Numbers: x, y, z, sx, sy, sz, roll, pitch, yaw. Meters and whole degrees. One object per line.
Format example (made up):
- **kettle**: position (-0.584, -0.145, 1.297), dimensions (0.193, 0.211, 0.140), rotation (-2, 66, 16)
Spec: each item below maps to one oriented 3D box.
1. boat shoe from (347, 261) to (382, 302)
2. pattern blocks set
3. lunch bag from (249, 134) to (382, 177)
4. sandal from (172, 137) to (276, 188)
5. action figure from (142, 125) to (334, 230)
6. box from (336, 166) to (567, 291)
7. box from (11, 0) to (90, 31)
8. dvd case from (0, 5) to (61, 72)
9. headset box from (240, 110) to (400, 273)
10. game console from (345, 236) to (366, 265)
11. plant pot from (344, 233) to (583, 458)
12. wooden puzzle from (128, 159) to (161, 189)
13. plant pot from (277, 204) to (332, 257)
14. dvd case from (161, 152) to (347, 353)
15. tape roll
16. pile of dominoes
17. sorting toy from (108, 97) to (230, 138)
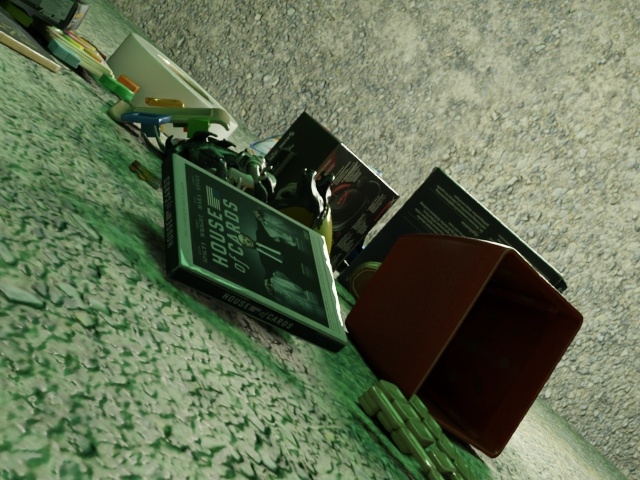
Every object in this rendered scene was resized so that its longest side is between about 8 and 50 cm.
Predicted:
- **boat shoe**: position (0.184, 0.163, 1.805), dimensions (0.324, 0.123, 0.116), rotation (41, 8, -1)
- **pattern blocks set**: position (-0.436, -0.343, 1.710), dimensions (0.285, 0.026, 0.325), rotation (30, 10, -48)
- **lunch bag**: position (-0.024, -0.143, 2.185), dimensions (0.303, 0.115, 0.243), rotation (19, 21, 12)
- **sandal**: position (-0.170, -0.104, 1.576), dimensions (0.102, 0.076, 0.265), rotation (8, 15, -37)
- **action figure**: position (-0.128, -0.075, 1.391), dimensions (0.275, 0.141, 0.164), rotation (16, 13, 4)
- **box**: position (0.271, 0.085, 1.990), dimensions (0.343, 0.312, 0.179), rotation (45, 6, 18)
- **box**: position (-0.513, -0.438, 1.642), dimensions (0.231, 0.056, 0.183), rotation (30, 9, -12)
- **dvd case**: position (-0.489, -0.332, 1.410), dimensions (0.164, 0.018, 0.221), rotation (44, 6, 18)
- **headset box**: position (-0.016, -0.077, 1.711), dimensions (0.110, 0.218, 0.293), rotation (44, 6, 32)
- **game console**: position (0.000, 0.000, 2.235), dimensions (0.250, 0.173, 0.293), rotation (6, 19, -20)
- **plant pot**: position (0.202, 0.137, 1.519), dimensions (0.267, 0.267, 0.235), rotation (37, -5, -42)
- **wooden puzzle**: position (-0.242, -0.092, 1.345), dimensions (0.049, 0.006, 0.083), rotation (41, 6, -11)
- **plant pot**: position (-0.036, 0.007, 1.515), dimensions (0.134, 0.134, 0.095), rotation (-128, -164, -59)
- **dvd case**: position (-0.076, 0.016, 1.101), dimensions (0.238, 0.029, 0.179), rotation (29, 33, -34)
- **tape roll**: position (-0.303, -0.290, 1.960), dimensions (0.286, 0.100, 0.286), rotation (42, 5, -5)
- **pile of dominoes**: position (0.138, 0.277, 1.139), dimensions (0.251, 0.040, 0.196), rotation (54, 10, 26)
- **sorting toy**: position (-0.251, -0.200, 1.637), dimensions (0.195, 0.047, 0.348), rotation (4, 13, -6)
